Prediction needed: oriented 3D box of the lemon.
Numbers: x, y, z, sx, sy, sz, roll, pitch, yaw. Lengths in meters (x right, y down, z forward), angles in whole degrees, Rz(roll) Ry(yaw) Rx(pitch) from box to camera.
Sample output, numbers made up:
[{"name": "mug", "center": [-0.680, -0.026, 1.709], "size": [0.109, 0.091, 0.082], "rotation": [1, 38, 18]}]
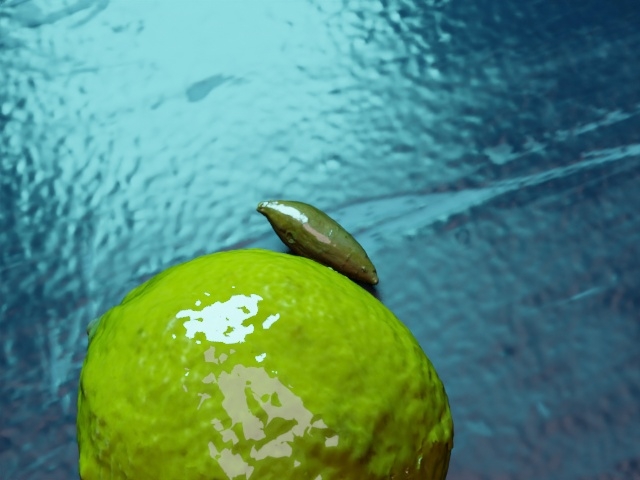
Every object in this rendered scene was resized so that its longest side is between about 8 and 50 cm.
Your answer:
[{"name": "lemon", "center": [-0.032, 0.105, 0.668], "size": [0.231, 0.192, 0.192], "rotation": [34, 72, 14]}]

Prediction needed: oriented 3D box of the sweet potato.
[{"name": "sweet potato", "center": [0.000, 0.000, 0.798], "size": [0.095, 0.034, 0.034], "rotation": [36, 72, 4]}]
